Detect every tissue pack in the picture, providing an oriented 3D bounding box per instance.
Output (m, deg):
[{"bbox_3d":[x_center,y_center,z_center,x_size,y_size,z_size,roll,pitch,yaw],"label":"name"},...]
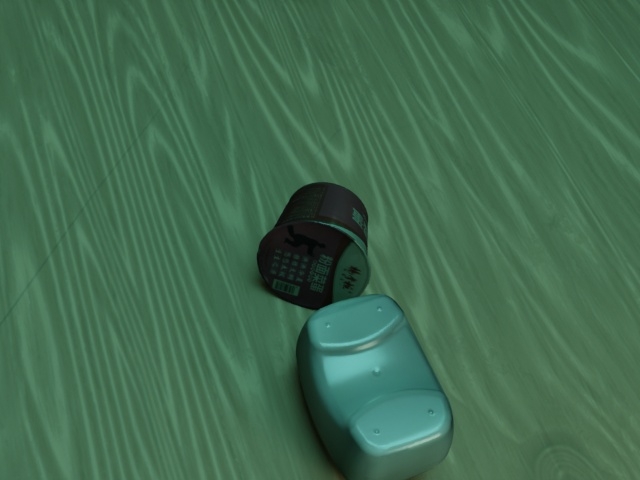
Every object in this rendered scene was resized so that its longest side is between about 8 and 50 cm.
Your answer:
[{"bbox_3d":[0.093,0.287,1.711,0.229,0.236,0.333,-15,58,-16],"label":"tissue pack"}]

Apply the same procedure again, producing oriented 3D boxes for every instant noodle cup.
[{"bbox_3d":[0.000,0.000,1.918,0.235,0.234,0.178,18,41,-2],"label":"instant noodle cup"}]
